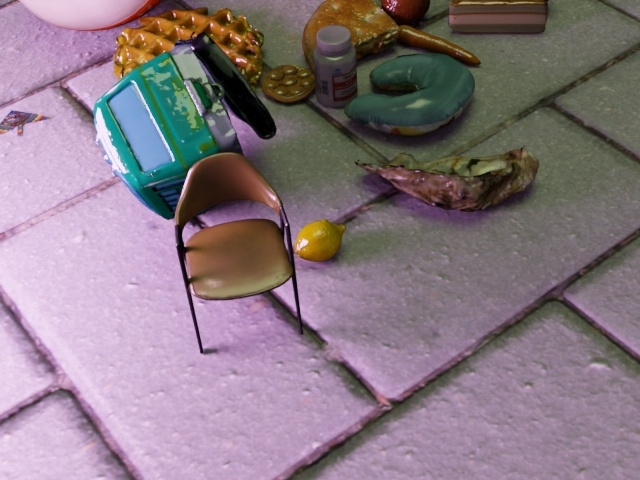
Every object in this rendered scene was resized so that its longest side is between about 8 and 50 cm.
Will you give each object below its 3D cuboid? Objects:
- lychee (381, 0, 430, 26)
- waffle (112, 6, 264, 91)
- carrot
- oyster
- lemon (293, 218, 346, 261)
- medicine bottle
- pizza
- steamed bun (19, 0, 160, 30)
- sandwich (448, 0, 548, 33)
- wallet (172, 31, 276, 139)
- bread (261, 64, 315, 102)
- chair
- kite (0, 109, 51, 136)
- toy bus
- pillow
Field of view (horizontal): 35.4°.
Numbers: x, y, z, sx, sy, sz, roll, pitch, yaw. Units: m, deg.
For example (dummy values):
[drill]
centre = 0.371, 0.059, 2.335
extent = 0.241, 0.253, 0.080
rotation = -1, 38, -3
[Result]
[lychee]
centre = 0.179, -0.495, 2.040
extent = 0.114, 0.101, 0.140
rotation = 33, 55, -12
[waffle]
centre = -0.255, -0.360, 1.961
extent = 0.302, 0.068, 0.325
rotation = -10, 50, -4
[carrot]
centre = 0.232, -0.383, 1.971
extent = 0.190, 0.037, 0.037
rotation = 23, 52, 23
[oyster]
centre = 0.206, -0.107, 1.682
extent = 0.294, 0.094, 0.166
rotation = 6, 27, 24
[lemon]
centre = 0.000, 0.000, 1.593
extent = 0.092, 0.065, 0.065
rotation = -30, 50, -11
[medicine bottle]
centre = 0.027, -0.322, 1.852
extent = 0.079, 0.140, 0.079
rotation = -2, 45, 2
[pizza]
centre = 0.067, -0.415, 1.999
extent = 0.197, 0.058, 0.292
rotation = 7, 48, 13
[steamed bun]
centre = -0.451, -0.560, 2.045
extent = 0.374, 0.241, 0.374
rotation = -8, 34, 5
[sandwich]
centre = 0.352, -0.443, 1.993
extent = 0.163, 0.079, 0.113
rotation = 30, 56, 27
[wallet]
centre = -0.160, -0.262, 1.664
extent = 0.046, 0.190, 0.379
rotation = -42, 16, -1
[bread]
centre = -0.058, -0.300, 1.919
extent = 0.110, 0.024, 0.110
rotation = -2, 47, 2
[chair]
centre = -0.123, 0.018, 1.448
extent = 0.159, 0.247, 0.172
rotation = -11, 53, -6
[kite]
centre = -0.571, -0.224, 1.895
extent = 0.122, 0.004, 0.090
rotation = -18, 46, -13
[toy bus]
centre = -0.225, -0.147, 1.570
extent = 0.199, 0.343, 0.183
rotation = -28, 81, -4
[pillow]
centre = 0.170, -0.273, 1.837
extent = 0.214, 0.086, 0.233
rotation = 10, 45, 21
